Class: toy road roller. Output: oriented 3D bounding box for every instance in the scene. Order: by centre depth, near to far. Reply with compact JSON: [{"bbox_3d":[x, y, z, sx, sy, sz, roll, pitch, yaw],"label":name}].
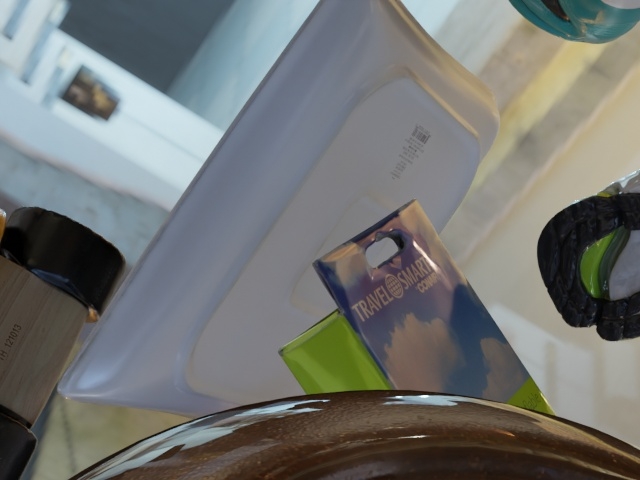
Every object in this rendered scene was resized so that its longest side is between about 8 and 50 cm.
[{"bbox_3d":[-0.319,0.050,1.159,0.329,0.241,0.202,-15,-134,60],"label":"toy road roller"}]

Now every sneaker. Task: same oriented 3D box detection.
[{"bbox_3d":[0.261,-0.037,0.897,0.121,0.111,0.300,-31,-174,-42],"label":"sneaker"},{"bbox_3d":[0.217,-0.291,1.343,0.178,0.124,0.295,107,-24,-65],"label":"sneaker"}]

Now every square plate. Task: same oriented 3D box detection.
[{"bbox_3d":[0.000,0.000,1.139,0.344,0.049,0.347,-55,156,3],"label":"square plate"}]

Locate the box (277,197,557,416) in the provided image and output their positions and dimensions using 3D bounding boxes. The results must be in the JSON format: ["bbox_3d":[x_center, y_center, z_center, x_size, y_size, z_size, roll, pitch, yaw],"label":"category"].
[{"bbox_3d":[0.056,0.077,0.654,0.042,0.178,0.109,-34,179,30],"label":"box"}]

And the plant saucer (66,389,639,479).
[{"bbox_3d":[0.044,0.156,0.336,0.050,0.311,0.310,114,-6,-49],"label":"plant saucer"}]

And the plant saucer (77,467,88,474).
[{"bbox_3d":[-0.100,0.228,1.153,0.200,0.200,0.037,-103,-153,-66],"label":"plant saucer"}]
